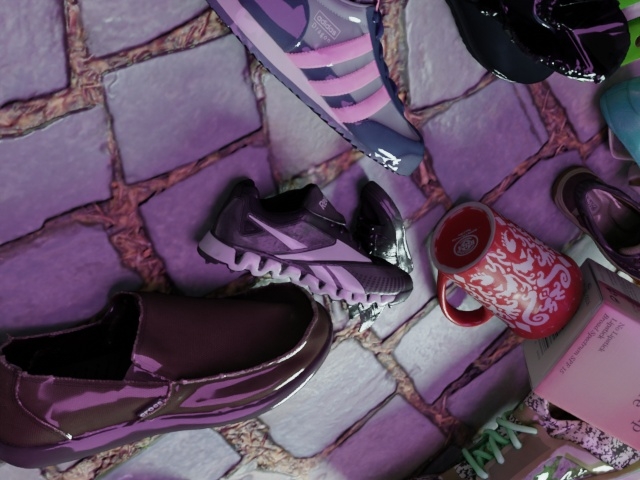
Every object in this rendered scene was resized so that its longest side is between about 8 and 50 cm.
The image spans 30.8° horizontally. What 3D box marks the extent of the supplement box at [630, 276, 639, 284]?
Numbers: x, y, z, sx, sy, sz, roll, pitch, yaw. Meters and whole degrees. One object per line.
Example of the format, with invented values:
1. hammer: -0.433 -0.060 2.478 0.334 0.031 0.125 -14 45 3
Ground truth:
1. supplement box: 0.487 -0.034 1.494 0.080 0.078 0.233 27 104 -40

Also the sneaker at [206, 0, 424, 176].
1. sneaker: 0.028 -0.177 1.075 0.131 0.112 0.319 -45 135 7

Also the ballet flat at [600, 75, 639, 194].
1. ballet flat: 0.398 -0.101 1.387 0.247 0.087 0.083 52 50 -36

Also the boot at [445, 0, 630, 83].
1. boot: 0.213 -0.197 1.112 0.094 0.207 0.246 -44 134 3

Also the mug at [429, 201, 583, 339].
1. mug: 0.202 0.046 1.350 0.169 0.113 0.150 33 99 -39

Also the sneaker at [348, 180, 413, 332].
1. sneaker: 0.051 0.019 1.272 0.089 0.051 0.170 -33 136 -12

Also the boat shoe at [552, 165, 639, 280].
1. boat shoe: 0.372 -0.004 1.399 0.223 0.073 0.080 37 99 -20

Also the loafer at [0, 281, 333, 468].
1. loafer: -0.154 0.114 1.153 0.366 0.134 0.130 -18 130 -21

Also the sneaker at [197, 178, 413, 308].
1. sneaker: 0.000 0.000 1.184 0.234 0.078 0.106 16 104 -18

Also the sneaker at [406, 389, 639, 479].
1. sneaker: 0.260 0.273 1.534 0.410 0.158 0.182 -14 108 -12

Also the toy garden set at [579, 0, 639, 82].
1. toy garden set: 0.334 -0.314 1.216 0.204 0.049 0.244 -24 127 -21

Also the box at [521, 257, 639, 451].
1. box: 0.384 0.154 1.413 0.232 0.127 0.148 29 112 -9

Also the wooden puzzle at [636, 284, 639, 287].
1. wooden puzzle: 0.401 0.110 1.588 0.116 0.014 0.078 -34 129 -7

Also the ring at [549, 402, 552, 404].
1. ring: 0.448 0.183 1.601 0.336 0.032 0.336 -11 142 -8
